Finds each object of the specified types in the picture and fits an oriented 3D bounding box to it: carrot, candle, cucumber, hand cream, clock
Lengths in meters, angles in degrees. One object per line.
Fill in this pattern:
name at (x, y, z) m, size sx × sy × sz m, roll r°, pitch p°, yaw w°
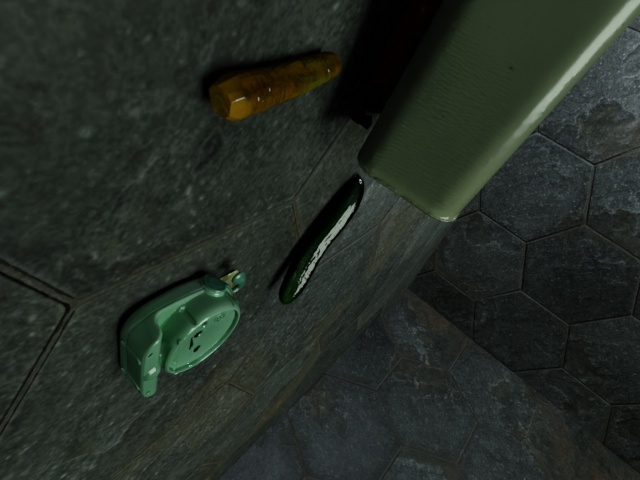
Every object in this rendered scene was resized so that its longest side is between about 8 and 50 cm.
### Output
carrot at (-0.036, -0.157, 0.409) m, size 0.170 × 0.042 × 0.042 m, roll -38°, pitch 158°, yaw -40°
candle at (0.130, -0.291, 0.523) m, size 0.048 × 0.051 × 0.329 m, roll 15°, pitch 117°, yaw -32°
cucumber at (0.000, 0.000, 0.782) m, size 0.284 × 0.056 × 0.056 m, roll -57°, pitch 162°, yaw 5°
hand cream at (-0.146, 0.089, 0.656) m, size 0.035 × 0.022 × 0.102 m, roll -25°, pitch 146°, yaw -38°
clock at (-0.173, 0.115, 0.569) m, size 0.188 × 0.060 × 0.148 m, roll -32°, pitch 155°, yaw -41°

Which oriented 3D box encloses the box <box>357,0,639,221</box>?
box at (0.231, -0.244, 0.547) m, size 0.344 × 0.177 × 0.352 m, roll -59°, pitch 175°, yaw 36°
